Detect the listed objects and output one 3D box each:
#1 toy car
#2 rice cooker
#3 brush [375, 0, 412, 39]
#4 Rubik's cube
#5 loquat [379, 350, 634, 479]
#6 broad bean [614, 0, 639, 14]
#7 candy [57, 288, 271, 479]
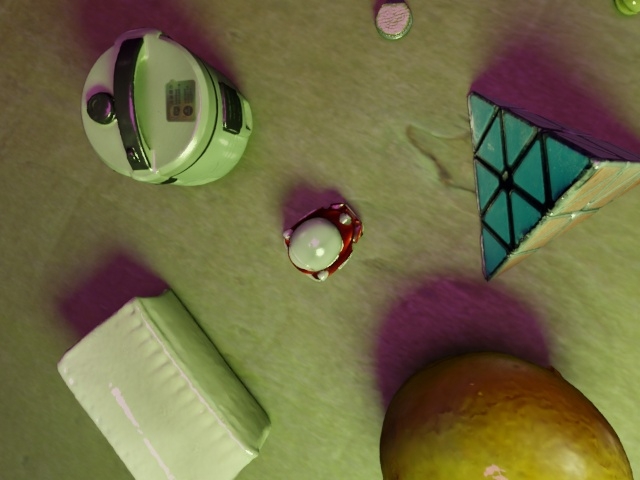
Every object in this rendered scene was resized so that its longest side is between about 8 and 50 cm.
[{"bbox_3d":[0.000,0.000,0.763,0.139,0.112,0.112,-42,84,11],"label":"toy car"},{"bbox_3d":[-0.238,-0.200,0.736,0.225,0.244,0.226,1,92,15],"label":"rice cooker"},{"bbox_3d":[0.127,-0.468,0.756,0.062,0.027,0.266,4,93,11],"label":"brush"},{"bbox_3d":[0.333,-0.091,0.675,0.228,0.233,0.228,-4,137,46],"label":"Rubik's cube"},{"bbox_3d":[0.258,0.309,0.642,0.359,0.328,0.329,-18,89,-32],"label":"loquat"},{"bbox_3d":[0.470,-0.379,0.684,0.063,0.045,0.083,23,90,8],"label":"broad bean"},{"bbox_3d":[-0.265,0.279,0.816,0.208,0.145,0.359,-41,85,9],"label":"candy"}]
